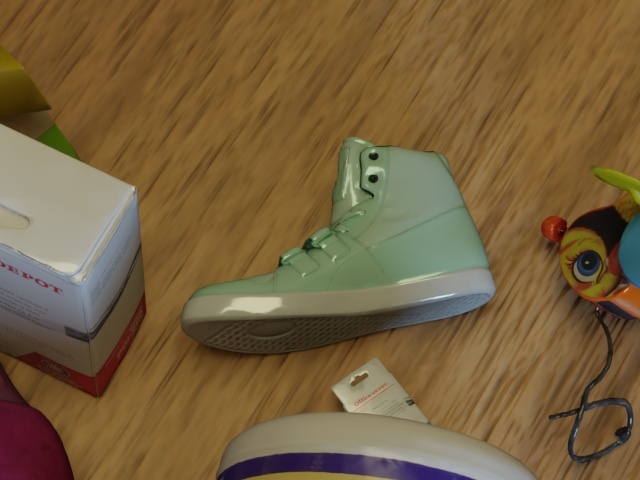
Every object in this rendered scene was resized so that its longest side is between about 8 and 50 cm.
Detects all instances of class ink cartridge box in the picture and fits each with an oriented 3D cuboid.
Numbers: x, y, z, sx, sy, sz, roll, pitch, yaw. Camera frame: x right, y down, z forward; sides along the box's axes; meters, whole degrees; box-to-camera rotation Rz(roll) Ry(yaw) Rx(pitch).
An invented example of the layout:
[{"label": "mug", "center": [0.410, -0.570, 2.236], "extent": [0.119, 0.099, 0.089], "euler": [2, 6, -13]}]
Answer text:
[{"label": "ink cartridge box", "center": [-0.221, 0.011, 1.424], "extent": [0.158, 0.218, 0.092], "euler": [25, 66, 9]}, {"label": "ink cartridge box", "center": [0.050, 0.139, 1.478], "extent": [0.048, 0.028, 0.083], "euler": [-33, 70, -16]}]

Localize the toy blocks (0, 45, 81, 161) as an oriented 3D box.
[{"label": "toy blocks", "center": [-0.390, -0.125, 1.437], "extent": [0.261, 0.381, 0.191], "euler": [-39, 43, -9]}]

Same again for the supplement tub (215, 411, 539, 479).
[{"label": "supplement tub", "center": [0.023, 0.308, 1.282], "extent": [0.241, 0.241, 0.331], "euler": [9, 65, 2]}]

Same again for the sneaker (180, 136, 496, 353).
[{"label": "sneaker", "center": [0.000, 0.000, 1.505], "extent": [0.255, 0.094, 0.151], "euler": [-9, 71, -17]}]

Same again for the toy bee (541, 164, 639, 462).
[{"label": "toy bee", "center": [0.249, -0.002, 1.483], "extent": [0.298, 0.195, 0.162], "euler": [-38, 47, -6]}]

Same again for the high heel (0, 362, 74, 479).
[{"label": "high heel", "center": [-0.344, 0.160, 1.321], "extent": [0.377, 0.127, 0.181], "euler": [-7, 49, -39]}]
